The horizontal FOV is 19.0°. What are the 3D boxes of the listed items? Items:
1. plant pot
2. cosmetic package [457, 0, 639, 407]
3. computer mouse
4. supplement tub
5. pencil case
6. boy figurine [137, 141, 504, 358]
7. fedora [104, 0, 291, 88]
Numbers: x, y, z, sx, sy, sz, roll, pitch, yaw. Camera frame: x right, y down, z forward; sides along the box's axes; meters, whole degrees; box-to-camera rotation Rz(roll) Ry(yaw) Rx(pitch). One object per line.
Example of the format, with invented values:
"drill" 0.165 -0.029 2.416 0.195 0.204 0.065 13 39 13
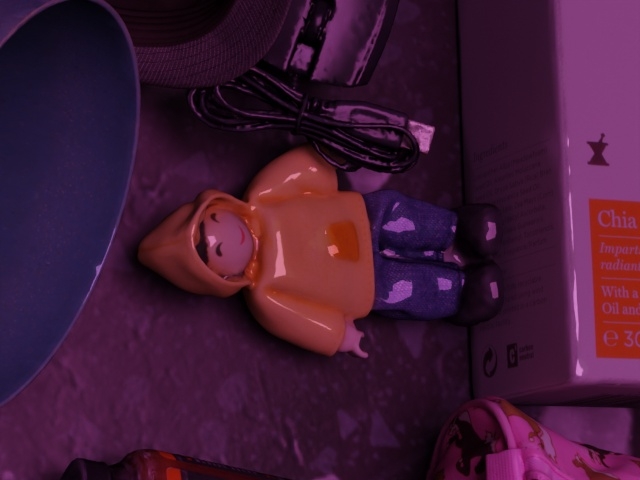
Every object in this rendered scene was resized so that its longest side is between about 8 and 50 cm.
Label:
"plant pot" -0.274 -0.049 1.274 0.195 0.290 0.290 19 68 18
"cosmetic package" 0.250 -0.094 1.566 0.230 0.161 0.453 3 78 -25
"computer mouse" 0.013 -0.192 1.485 0.188 0.072 0.272 15 59 -8
"supplement tub" -0.091 0.210 1.378 0.198 0.106 0.106 16 74 -21
"pencil case" 0.269 0.240 1.495 0.386 0.160 0.167 18 28 -20
"boy figurine" 0.000 0.000 1.470 0.285 0.092 0.177 7 80 -27
"fedora" -0.140 -0.246 1.399 0.275 0.243 0.124 16 41 2
